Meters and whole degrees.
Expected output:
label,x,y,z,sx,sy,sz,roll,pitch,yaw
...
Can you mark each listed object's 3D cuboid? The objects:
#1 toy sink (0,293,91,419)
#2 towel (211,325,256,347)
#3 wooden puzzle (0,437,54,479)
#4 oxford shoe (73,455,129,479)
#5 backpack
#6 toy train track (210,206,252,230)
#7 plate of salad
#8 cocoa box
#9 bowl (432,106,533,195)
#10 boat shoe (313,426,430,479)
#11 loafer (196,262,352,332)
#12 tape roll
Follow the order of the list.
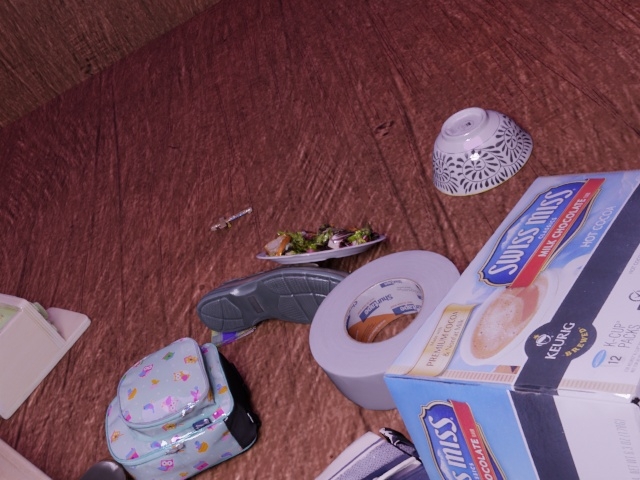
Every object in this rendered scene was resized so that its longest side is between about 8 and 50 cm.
label,x,y,z,sx,sy,sz,roll,pitch,yaw
toy sink,-0.558,0.178,1.596,0.153,0.131,0.234,6,49,44
towel,-0.137,0.136,1.401,0.083,0.009,0.060,-25,34,12
wooden puzzle,-0.458,0.430,1.166,0.348,0.080,0.322,14,76,44
oxford shoe,-0.345,0.375,1.231,0.212,0.076,0.076,-37,0,3
backpack,-0.199,0.237,1.202,0.188,0.144,0.166,-35,38,4
toy train track,-0.163,-0.037,1.649,0.083,0.014,0.048,-27,25,-1
plate of salad,0.000,0.000,1.345,0.200,0.048,0.200,-8,4,1
cocoa box,0.265,0.111,0.830,0.228,0.231,0.347,-1,33,42
bowl,0.238,-0.155,1.394,0.170,0.080,0.170,-23,33,16
boat shoe,0.010,0.338,0.894,0.340,0.127,0.158,-44,26,-18
loafer,-0.062,0.072,1.341,0.267,0.096,0.084,-11,29,25
tape roll,0.097,0.114,1.169,0.219,0.072,0.219,-23,33,16
